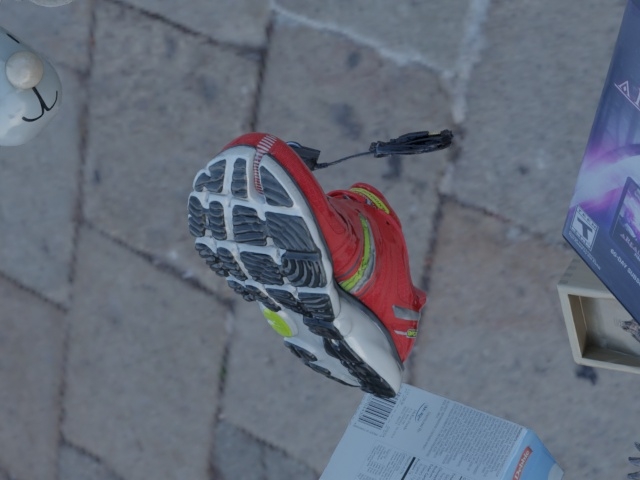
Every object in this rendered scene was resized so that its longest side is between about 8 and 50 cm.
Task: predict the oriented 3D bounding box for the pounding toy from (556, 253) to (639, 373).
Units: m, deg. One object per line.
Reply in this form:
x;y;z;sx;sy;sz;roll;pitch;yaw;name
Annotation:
0.340;0.074;1.613;0.141;0.100;0.130;7;132;32;pounding toy

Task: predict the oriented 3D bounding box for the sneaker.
0.000;0.000;1.074;0.107;0.118;0.279;13;154;29;sneaker

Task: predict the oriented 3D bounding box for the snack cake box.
0.058;0.251;1.194;0.152;0.089;0.264;18;70;37;snack cake box

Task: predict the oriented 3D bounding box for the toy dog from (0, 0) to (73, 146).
-0.291;-0.223;1.038;0.161;0.334;0.220;-25;41;61;toy dog

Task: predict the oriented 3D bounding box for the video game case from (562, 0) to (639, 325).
0.223;-0.005;0.873;0.196;0.026;0.274;52;163;24;video game case

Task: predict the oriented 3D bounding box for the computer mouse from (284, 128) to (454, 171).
0.007;-0.088;1.486;0.242;0.071;0.041;-9;95;7;computer mouse

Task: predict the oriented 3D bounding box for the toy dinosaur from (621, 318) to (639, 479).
0.386;0.189;1.478;0.127;0.296;0.200;-19;51;37;toy dinosaur
